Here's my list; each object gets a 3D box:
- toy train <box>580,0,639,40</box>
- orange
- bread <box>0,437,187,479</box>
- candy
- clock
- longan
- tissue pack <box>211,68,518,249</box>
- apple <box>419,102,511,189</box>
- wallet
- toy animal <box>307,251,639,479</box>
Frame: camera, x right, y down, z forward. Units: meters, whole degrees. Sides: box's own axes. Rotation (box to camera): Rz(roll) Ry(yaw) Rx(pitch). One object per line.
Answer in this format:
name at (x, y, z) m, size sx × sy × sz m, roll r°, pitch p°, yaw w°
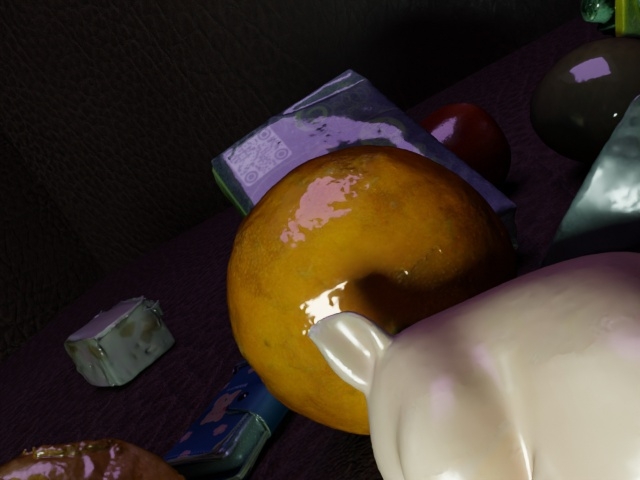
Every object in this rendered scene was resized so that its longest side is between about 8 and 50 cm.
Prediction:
toy train at (0.584, -0.355, 0.975) m, size 0.368 × 0.150 × 0.237 m, roll -4°, pitch 6°, yaw -6°
orange at (0.049, 0.051, 0.652) m, size 0.284 × 0.284 × 0.226 m, roll -31°, pitch 13°, yaw 1°
bread at (-0.267, 0.293, 0.656) m, size 0.260 × 0.147 × 0.160 m, roll -37°, pitch -28°, yaw -28°
candy at (-0.432, 0.217, 1.449) m, size 0.195 × 0.137 × 0.185 m, roll -14°, pitch 22°, yaw 48°
clock at (0.295, -0.058, 0.550) m, size 0.319 × 0.066 × 0.319 m, roll -39°, pitch -29°, yaw -27°
longan at (0.415, -0.202, 0.967) m, size 0.198 × 0.198 × 0.212 m, roll -36°, pitch 14°, yaw -17°
tissue pack at (0.046, -0.057, 0.965) m, size 0.288 × 0.124 × 0.394 m, roll -35°, pitch 51°, yaw -7°
apple at (0.234, -0.144, 1.163) m, size 0.168 × 0.181 × 0.181 m, roll -24°, pitch 12°, yaw -9°
wallet at (-0.104, 0.223, 0.855) m, size 0.141 × 0.059 × 0.202 m, roll -20°, pitch 17°, yaw 35°
toy animal at (0.149, 0.124, 0.417) m, size 0.256 × 0.195 × 0.213 m, roll -27°, pitch 46°, yaw 32°
